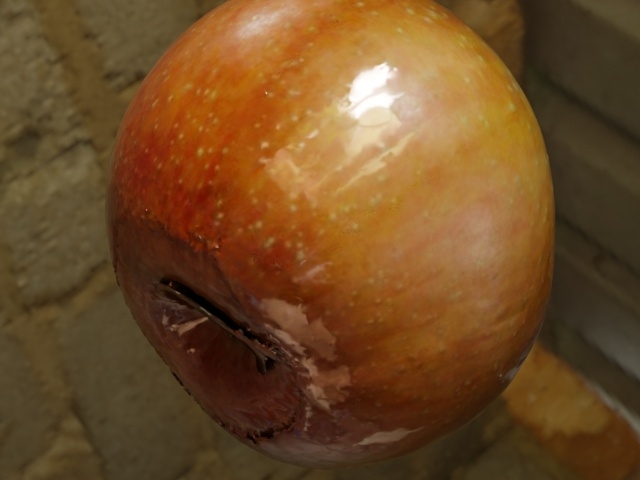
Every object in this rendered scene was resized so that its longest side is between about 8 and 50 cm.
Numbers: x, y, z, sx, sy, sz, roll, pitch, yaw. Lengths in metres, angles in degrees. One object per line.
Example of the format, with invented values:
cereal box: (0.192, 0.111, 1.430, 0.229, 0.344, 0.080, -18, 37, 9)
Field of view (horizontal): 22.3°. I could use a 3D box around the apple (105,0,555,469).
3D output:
apple: (0.000, 0.000, 0.734, 0.210, 0.173, 0.235, 9, -53, 43)
